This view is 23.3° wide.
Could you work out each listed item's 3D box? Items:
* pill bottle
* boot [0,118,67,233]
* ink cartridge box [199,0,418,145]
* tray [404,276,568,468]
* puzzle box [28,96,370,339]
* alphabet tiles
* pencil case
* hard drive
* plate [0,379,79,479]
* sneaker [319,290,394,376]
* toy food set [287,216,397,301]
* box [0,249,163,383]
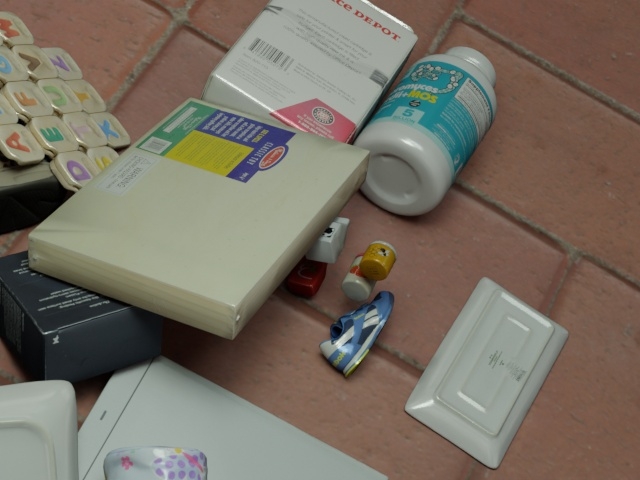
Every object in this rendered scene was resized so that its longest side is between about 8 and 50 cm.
[{"bbox_3d":[0.157,-0.165,2.189,0.146,0.146,0.264,33,50,3],"label":"pill bottle"},{"bbox_3d":[-0.523,-0.136,1.891,0.377,0.138,0.284,-9,61,-32],"label":"boot"},{"bbox_3d":[-0.017,-0.227,2.179,0.207,0.117,0.283,32,51,2],"label":"ink cartridge box"},{"bbox_3d":[0.229,0.165,2.055,0.145,0.030,0.270,34,50,2],"label":"tray"},{"bbox_3d":[-0.136,-0.042,1.909,0.272,0.052,0.409,18,35,17],"label":"puzzle box"},{"bbox_3d":[-0.354,-0.179,1.971,0.284,0.021,0.278,54,24,9],"label":"alphabet tiles"},{"bbox_3d":[-0.177,0.355,1.659,0.113,0.124,0.273,20,63,-46],"label":"pencil case"},{"bbox_3d":[-0.117,0.290,1.811,0.353,0.047,0.233,29,50,-1],"label":"hard drive"},{"bbox_3d":[-0.379,0.294,1.622,0.277,0.045,0.278,-2,86,-25],"label":"plate"},{"bbox_3d":[0.049,0.110,2.007,0.059,0.053,0.144,32,49,4],"label":"sneaker"},{"bbox_3d":[0.000,0.000,2.017,0.232,0.111,0.104,10,46,22],"label":"toy food set"},{"bbox_3d":[-0.290,0.080,1.830,0.156,0.093,0.158,-16,40,-30],"label":"box"}]
